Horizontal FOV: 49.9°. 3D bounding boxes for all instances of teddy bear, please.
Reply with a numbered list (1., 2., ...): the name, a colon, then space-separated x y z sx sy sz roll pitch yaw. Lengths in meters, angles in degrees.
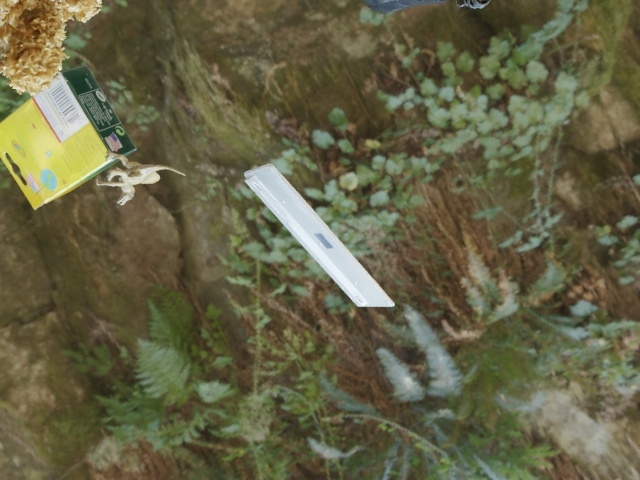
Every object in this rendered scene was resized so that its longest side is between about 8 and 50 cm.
1. teddy bear: -0.342 -0.237 0.646 0.113 0.245 0.338 -49 -152 32

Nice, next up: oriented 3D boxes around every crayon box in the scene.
1. crayon box: -0.566 -0.215 1.485 0.318 0.202 0.081 -21 -167 35

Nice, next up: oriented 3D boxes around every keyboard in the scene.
1. keyboard: 0.000 0.000 0.897 0.072 0.256 0.014 -14 -146 52

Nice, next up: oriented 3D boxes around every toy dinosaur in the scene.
1. toy dinosaur: -0.292 -0.107 1.083 0.093 0.053 0.183 14 158 -39

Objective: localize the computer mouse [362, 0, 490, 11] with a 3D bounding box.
1. computer mouse: 0.182 -0.511 1.283 0.272 0.188 0.072 -2 175 31
